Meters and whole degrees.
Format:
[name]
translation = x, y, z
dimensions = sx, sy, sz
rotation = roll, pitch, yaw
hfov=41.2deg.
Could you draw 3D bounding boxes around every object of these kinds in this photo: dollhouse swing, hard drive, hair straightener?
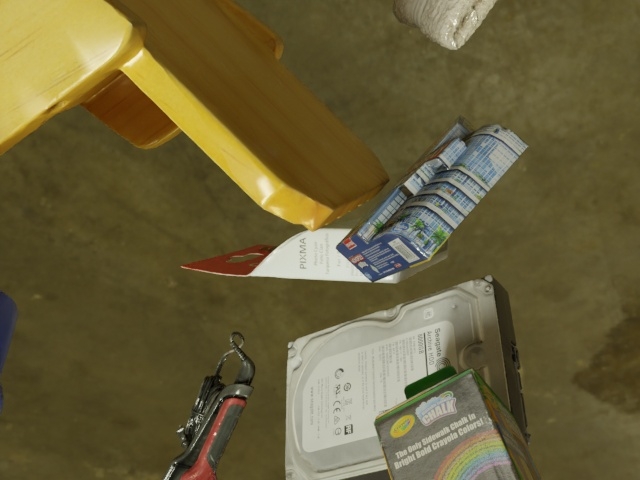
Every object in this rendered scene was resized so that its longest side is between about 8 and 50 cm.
[dollhouse swing]
translation = -0.159, -0.091, 0.830
dimensions = 0.315, 0.347, 0.305
rotation = -31, 91, 20
[hard drive]
translation = 0.102, 0.203, 1.151
dimensions = 0.338, 0.237, 0.064
rotation = -20, 141, 27
[hair straightener]
translation = -0.124, 0.189, 0.813
dimensions = 0.047, 0.089, 0.231
rotation = 17, 96, -34

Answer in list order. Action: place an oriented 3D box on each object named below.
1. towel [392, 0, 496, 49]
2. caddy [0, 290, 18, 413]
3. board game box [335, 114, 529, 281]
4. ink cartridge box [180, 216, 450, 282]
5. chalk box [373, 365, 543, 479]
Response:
[towel]
translation = 0.191, -0.353, 0.953
dimensions = 0.049, 0.187, 0.282
rotation = 28, 105, -23
[caddy]
translation = -0.408, 0.073, 0.662
dimensions = 0.341, 0.179, 0.241
rotation = 3, 133, 2
[board game box]
translation = 0.118, -0.056, 0.846
dimensions = 0.060, 0.194, 0.194
rotation = 43, 165, -3
[ink cartridge box]
translation = 0.000, 0.000, 1.469
dimensions = 0.384, 0.308, 0.091
rotation = 4, 98, 22
[chalk box]
translation = 0.154, 0.240, 0.933
dimensions = 0.132, 0.213, 0.132
rotation = -30, 134, 14
